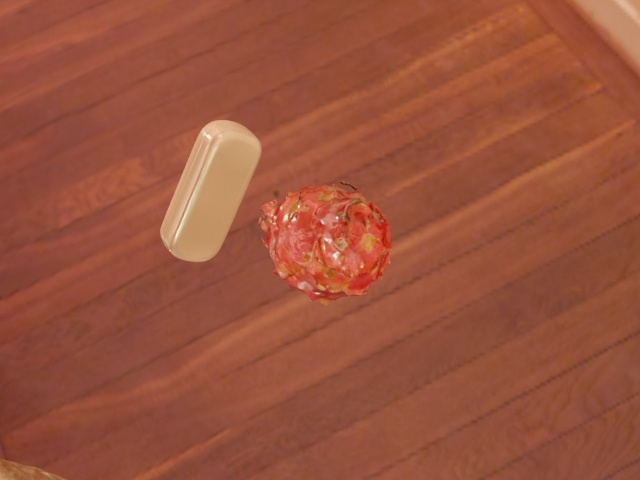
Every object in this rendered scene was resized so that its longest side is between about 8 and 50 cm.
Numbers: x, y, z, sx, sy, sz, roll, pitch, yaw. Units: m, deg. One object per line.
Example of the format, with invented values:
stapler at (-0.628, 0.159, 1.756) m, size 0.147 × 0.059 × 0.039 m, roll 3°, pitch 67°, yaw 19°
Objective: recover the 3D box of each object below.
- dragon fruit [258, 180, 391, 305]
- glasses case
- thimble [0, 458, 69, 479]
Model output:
dragon fruit at (0.000, 0.000, 1.825) m, size 0.268 × 0.210 × 0.205 m, roll 20°, pitch 79°, yaw 38°
glasses case at (-0.145, -0.064, 1.391) m, size 0.050 × 0.083 × 0.196 m, roll 47°, pitch 118°, yaw 47°
thimble at (-0.298, 0.286, 0.925) m, size 0.229 × 0.148 × 0.196 m, roll 27°, pitch 81°, yaw 31°
